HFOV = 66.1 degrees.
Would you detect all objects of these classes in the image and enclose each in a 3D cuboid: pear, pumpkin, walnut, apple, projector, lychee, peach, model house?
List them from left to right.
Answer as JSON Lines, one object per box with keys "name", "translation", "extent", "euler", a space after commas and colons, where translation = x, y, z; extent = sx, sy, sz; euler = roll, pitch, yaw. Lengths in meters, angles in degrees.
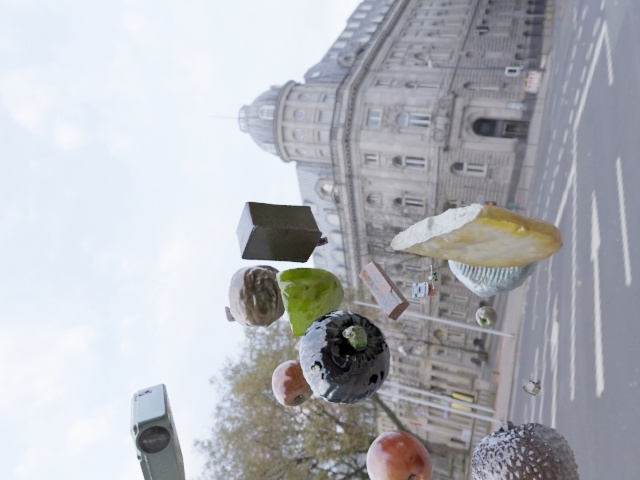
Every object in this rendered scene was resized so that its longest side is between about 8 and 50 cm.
{"name": "projector", "translation": [-0.424, 0.534, 1.282], "extent": [0.192, 0.099, 0.256], "euler": [-151, 50, -66]}
{"name": "walnut", "translation": [-0.261, 0.233, 2.041], "extent": [0.273, 0.227, 0.273], "euler": [-10, -90, -78]}
{"name": "apple", "translation": [-0.121, 0.629, 2.172], "extent": [0.188, 0.188, 0.174], "euler": [79, 168, -46]}
{"name": "pear", "translation": [-0.018, 0.236, 1.849], "extent": [0.139, 0.239, 0.288], "euler": [-125, 19, -65]}
{"name": "pumpkin", "translation": [0.090, 0.338, 1.516], "extent": [0.296, 0.296, 0.295], "euler": [9, -90, -72]}
{"name": "apple", "translation": [0.251, 0.714, 1.561], "extent": [0.210, 0.164, 0.209], "euler": [-10, -69, -28]}
{"name": "peach", "translation": [0.629, 0.288, 1.859], "extent": [0.083, 0.083, 0.083], "euler": [9, -90, -72]}
{"name": "lychee", "translation": [0.577, 0.647, 1.369], "extent": [0.300, 0.300, 0.300], "euler": [9, -90, -72]}
{"name": "model house", "translation": [0.800, 0.553, 1.868], "extent": [0.083, 0.058, 0.057], "euler": [-26, -39, -62]}

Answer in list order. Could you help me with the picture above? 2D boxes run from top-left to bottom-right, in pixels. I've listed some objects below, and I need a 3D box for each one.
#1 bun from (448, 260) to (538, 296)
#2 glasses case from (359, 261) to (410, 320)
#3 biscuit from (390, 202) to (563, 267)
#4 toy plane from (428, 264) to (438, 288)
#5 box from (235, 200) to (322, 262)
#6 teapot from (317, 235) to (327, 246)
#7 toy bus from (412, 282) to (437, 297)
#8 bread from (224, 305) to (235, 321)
{"name": "bun", "translation": [0.684, 0.059, 1.965], "extent": [0.194, 0.355, 0.354], "euler": [36, -116, -56]}
{"name": "glasses case", "translation": [0.207, 0.163, 1.631], "extent": [0.049, 0.218, 0.075], "euler": [24, -69, -37]}
{"name": "biscuit", "translation": [0.506, -0.009, 1.519], "extent": [0.429, 0.446, 0.104], "euler": [135, 143, -68]}
{"name": "toy plane", "translation": [0.490, 0.159, 2.139], "extent": [0.111, 0.040, 0.102], "euler": [5, -105, -81]}
{"name": "box", "translation": [-0.157, -0.030, 1.825], "extent": [0.184, 0.273, 0.143], "euler": [-62, 35, 40]}
{"name": "teapot", "translation": [0.000, 0.000, 2.118], "extent": [0.068, 0.100, 0.045], "euler": [-15, -95, -35]}
{"name": "toy bus", "translation": [0.544, 0.260, 2.562], "extent": [0.174, 0.077, 0.079], "euler": [157, 120, -71]}
{"name": "bread", "translation": [-0.415, 0.357, 2.317], "extent": [0.062, 0.109, 0.043], "euler": [-65, -27, -7]}
